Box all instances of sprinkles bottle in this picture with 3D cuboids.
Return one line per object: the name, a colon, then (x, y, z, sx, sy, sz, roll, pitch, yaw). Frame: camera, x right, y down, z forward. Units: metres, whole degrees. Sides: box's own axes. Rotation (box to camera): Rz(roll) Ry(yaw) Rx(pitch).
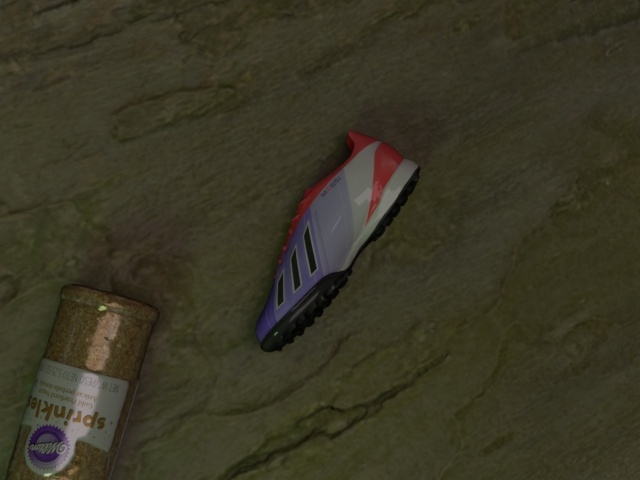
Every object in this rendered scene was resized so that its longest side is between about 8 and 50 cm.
sprinkles bottle: (-0.289, 0.233, 1.114, 0.121, 0.121, 0.355, 18, 80, -18)

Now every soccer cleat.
soccer cleat: (0.000, 0.000, 1.256, 0.116, 0.108, 0.318, 36, 76, 7)
